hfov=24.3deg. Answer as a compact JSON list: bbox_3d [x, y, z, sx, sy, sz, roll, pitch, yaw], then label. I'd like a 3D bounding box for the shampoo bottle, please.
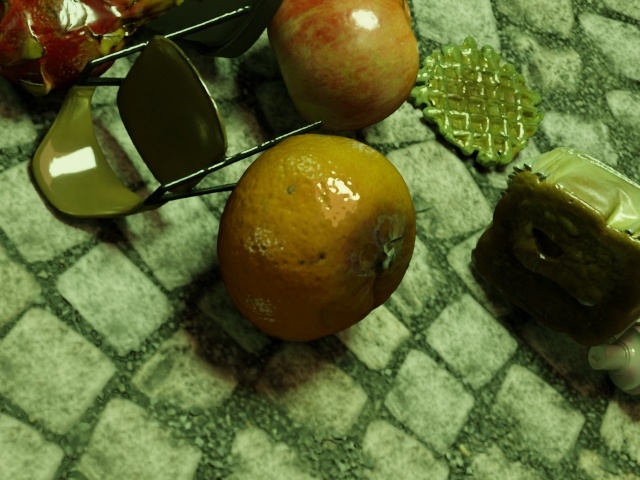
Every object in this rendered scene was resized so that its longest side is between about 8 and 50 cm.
[{"bbox_3d":[0.450,0.145,1.792,0.303,0.092,0.092,3,59,-30],"label":"shampoo bottle"}]

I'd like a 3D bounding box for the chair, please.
[{"bbox_3d":[-0.160,-0.120,1.557,0.247,0.172,0.159,-19,72,-46],"label":"chair"}]

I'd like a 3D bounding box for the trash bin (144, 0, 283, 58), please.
[{"bbox_3d":[-0.178,-0.342,1.653,0.250,0.219,0.220,7,54,-20],"label":"trash bin"}]

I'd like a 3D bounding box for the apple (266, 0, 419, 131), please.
[{"bbox_3d":[0.031,-0.222,1.704,0.164,0.209,0.209,-18,65,4],"label":"apple"}]

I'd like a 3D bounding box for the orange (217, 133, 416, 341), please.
[{"bbox_3d":[0.000,0.000,1.532,0.170,0.224,0.224,19,35,37],"label":"orange"}]

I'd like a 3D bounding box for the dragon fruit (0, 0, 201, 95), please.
[{"bbox_3d":[-0.243,-0.228,1.557,0.246,0.125,0.125,-21,65,-1],"label":"dragon fruit"}]

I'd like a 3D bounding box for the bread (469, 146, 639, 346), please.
[{"bbox_3d":[0.290,0.009,1.693,0.210,0.192,0.110,35,45,16],"label":"bread"}]

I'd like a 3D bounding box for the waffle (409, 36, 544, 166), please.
[{"bbox_3d":[0.200,-0.179,1.889,0.169,0.036,0.183,42,47,2],"label":"waffle"}]
